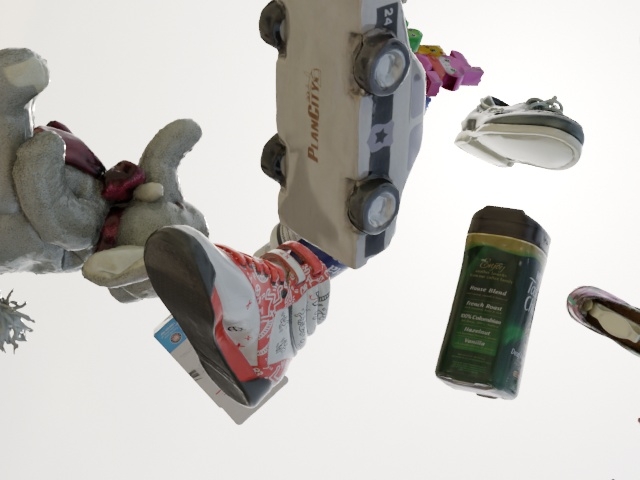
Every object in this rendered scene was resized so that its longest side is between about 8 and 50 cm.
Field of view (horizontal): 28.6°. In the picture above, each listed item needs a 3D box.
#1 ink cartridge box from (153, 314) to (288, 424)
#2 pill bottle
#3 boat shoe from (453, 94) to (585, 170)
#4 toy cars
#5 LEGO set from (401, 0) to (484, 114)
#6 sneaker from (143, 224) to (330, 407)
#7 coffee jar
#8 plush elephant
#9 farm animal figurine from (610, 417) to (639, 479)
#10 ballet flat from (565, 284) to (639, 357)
[{"bbox_3d":[-0.142,0.163,1.793,0.104,0.180,0.060,-41,-171,-4],"label":"ink cartridge box"},{"bbox_3d":[0.000,0.000,1.490,0.169,0.094,0.094,-35,-132,31],"label":"pill bottle"},{"bbox_3d":[0.271,-0.159,1.685,0.099,0.116,0.319,-63,-167,-4],"label":"boat shoe"},{"bbox_3d":[-0.019,-0.179,0.774,0.176,0.087,0.394,-26,-91,57],"label":"toy cars"},{"bbox_3d":[0.106,-0.204,1.354,0.227,0.093,0.087,-114,-148,-41],"label":"LEGO set"},{"bbox_3d":[-0.072,0.036,1.212,0.090,0.270,0.145,27,-117,32],"label":"sneaker"},{"bbox_3d":[0.174,0.061,1.251,0.079,0.096,0.184,9,-102,25],"label":"coffee jar"},{"bbox_3d":[-0.225,-0.038,1.317,0.272,0.255,0.330,174,-82,-77],"label":"plush elephant"},{"bbox_3d":[0.538,0.263,1.445,0.172,0.326,0.330,-64,173,-50],"label":"farm animal figurine"},{"bbox_3d":[0.445,0.129,1.748,0.079,0.221,0.077,-73,-172,-74],"label":"ballet flat"}]
